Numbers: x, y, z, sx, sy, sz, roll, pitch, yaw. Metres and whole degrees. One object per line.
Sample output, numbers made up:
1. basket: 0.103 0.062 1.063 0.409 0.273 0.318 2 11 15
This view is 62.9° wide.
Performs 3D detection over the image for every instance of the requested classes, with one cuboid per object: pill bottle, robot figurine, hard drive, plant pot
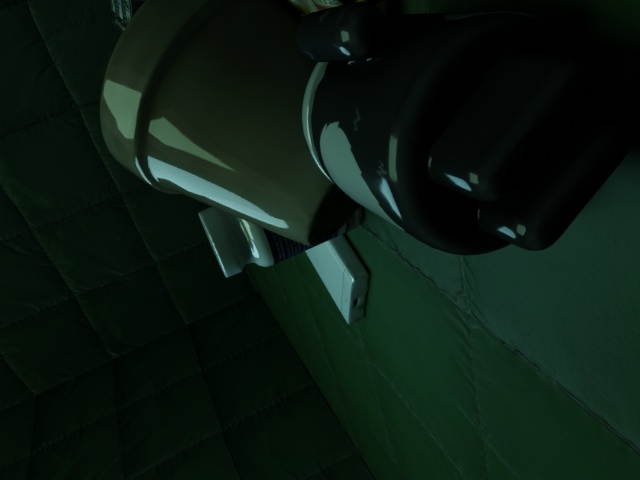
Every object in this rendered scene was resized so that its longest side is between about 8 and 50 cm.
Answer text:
1. pill bottle: -0.072 -0.043 0.939 0.153 0.264 0.153 58 165 26
2. robot figurine: 0.090 -0.090 0.425 0.278 0.173 0.209 -138 34 -59
3. hard drive: 0.000 0.000 1.214 0.353 0.047 0.233 59 165 28
4. plant pot: -0.063 -0.149 0.694 0.280 0.323 0.323 36 159 13

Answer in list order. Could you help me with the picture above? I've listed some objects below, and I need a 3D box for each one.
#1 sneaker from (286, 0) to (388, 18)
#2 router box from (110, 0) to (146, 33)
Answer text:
1. sneaker: 0.013 -0.300 0.599 0.225 0.088 0.093 61 145 21
2. router box: -0.342 -0.513 0.973 0.309 0.081 0.243 47 139 50
